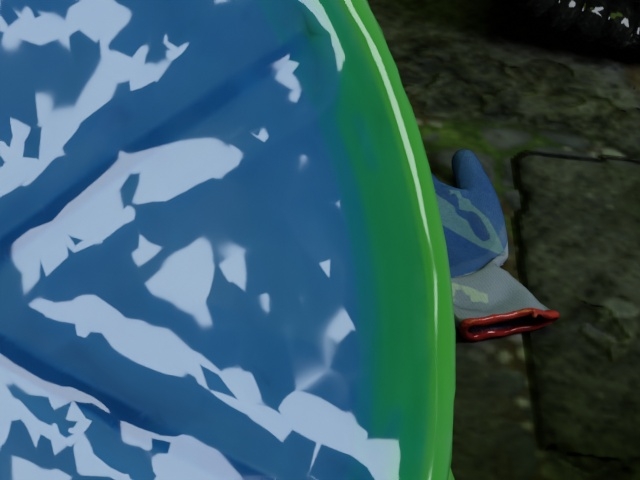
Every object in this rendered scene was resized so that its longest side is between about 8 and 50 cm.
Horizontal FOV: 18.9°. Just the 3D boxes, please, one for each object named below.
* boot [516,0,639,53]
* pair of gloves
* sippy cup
[{"bbox_3d":[0.246,-0.211,1.078,0.348,0.131,0.260,-5,32,-3],"label":"boot"},{"bbox_3d":[0.000,0.000,0.846,0.198,0.023,0.159,-10,42,-25],"label":"pair of gloves"},{"bbox_3d":[-0.131,0.025,0.391,0.224,0.305,0.240,-12,17,45],"label":"sippy cup"}]
